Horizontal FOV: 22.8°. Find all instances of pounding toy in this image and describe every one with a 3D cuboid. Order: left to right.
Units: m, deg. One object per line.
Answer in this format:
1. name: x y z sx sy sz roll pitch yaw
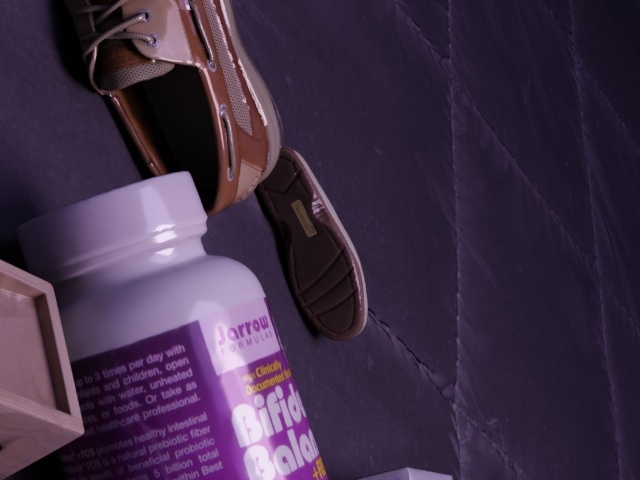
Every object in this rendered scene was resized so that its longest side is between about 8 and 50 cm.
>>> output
1. pounding toy: -0.214 0.091 0.967 0.141 0.100 0.130 33 33 -53

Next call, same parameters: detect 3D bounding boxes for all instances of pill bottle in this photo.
1. pill bottle: -0.099 0.113 1.076 0.169 0.169 0.301 -20 91 -65

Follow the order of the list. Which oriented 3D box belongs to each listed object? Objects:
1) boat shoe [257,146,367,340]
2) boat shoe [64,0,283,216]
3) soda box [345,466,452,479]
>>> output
1. boat shoe: 0.000 0.000 1.490 0.072 0.068 0.190 -20 91 -77
2. boat shoe: -0.132 -0.164 1.265 0.324 0.122 0.120 60 30 -20
3. soda box: 0.082 0.346 1.377 0.098 0.091 0.286 25 51 -58
